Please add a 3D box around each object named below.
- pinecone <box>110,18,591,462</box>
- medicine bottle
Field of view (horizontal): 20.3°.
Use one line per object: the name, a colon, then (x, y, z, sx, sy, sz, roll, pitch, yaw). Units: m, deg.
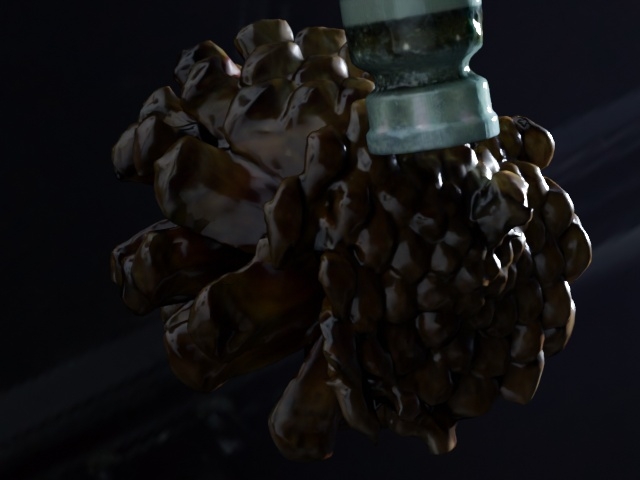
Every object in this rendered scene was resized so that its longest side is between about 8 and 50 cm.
pinecone: (0.002, -0.002, 0.711, 0.195, 0.179, 0.150, 42, -58, 32)
medicine bottle: (0.024, -0.126, 0.613, 0.051, 0.191, 0.051, -10, -172, 1)
